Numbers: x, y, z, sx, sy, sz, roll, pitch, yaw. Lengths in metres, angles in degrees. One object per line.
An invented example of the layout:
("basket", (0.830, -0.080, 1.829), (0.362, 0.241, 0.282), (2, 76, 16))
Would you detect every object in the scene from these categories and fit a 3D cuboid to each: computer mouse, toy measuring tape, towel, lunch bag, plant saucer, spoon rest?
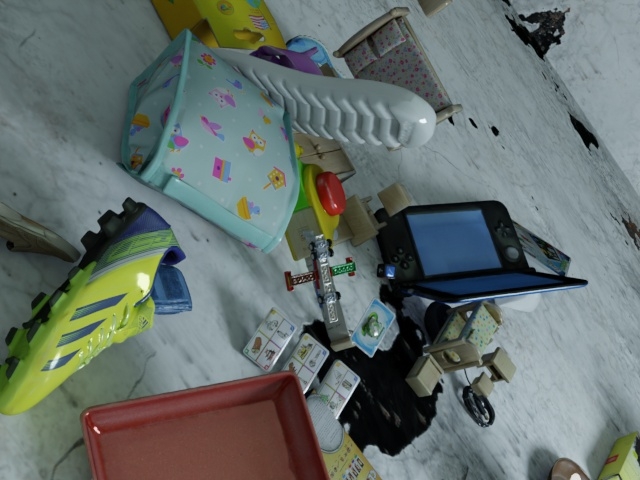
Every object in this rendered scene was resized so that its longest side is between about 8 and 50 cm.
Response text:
("computer mouse", (0.245, 0.222, 1.472), (0.071, 0.041, 0.242), (-19, 85, -44))
("toy measuring tape", (0.000, 0.000, 1.272), (0.121, 0.121, 0.330), (-23, 95, -57))
("towel", (-0.211, 0.058, 1.007), (0.119, 0.029, 0.067), (4, 59, -51))
("lunch bag", (-0.150, -0.117, 1.119), (0.223, 0.160, 0.262), (34, 33, -33))
("plant saucer", (0.472, 0.505, 1.528), (0.198, 0.036, 0.199), (33, 39, -32))
("spoon rest", (0.417, 0.098, 1.778), (0.137, 0.084, 0.276), (64, 20, 8))
("plant saucer", (-0.108, 0.285, 0.875), (0.259, 0.048, 0.259), (-5, 65, -33))

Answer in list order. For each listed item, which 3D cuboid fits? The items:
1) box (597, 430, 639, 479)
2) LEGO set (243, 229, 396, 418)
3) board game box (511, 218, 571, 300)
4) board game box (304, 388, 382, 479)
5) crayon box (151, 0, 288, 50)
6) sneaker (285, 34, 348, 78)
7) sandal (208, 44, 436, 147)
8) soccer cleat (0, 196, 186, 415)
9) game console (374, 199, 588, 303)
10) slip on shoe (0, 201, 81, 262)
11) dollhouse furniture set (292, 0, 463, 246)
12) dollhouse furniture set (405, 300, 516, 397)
("box", (0.653, 0.495, 1.755), (0.087, 0.058, 0.232), (60, 33, 4))
("LEGO set", (0.009, 0.106, 1.179), (0.182, 0.060, 0.244), (41, 69, -23))
("board game box", (0.426, 0.025, 1.730), (0.193, 0.053, 0.305), (35, 16, 12))
("board game box", (-0.022, 0.318, 1.024), (0.165, 0.042, 0.243), (54, 33, -4))
("crayon box", (-0.203, -0.435, 1.384), (0.202, 0.081, 0.319), (-16, 75, -57))
("sneaker", (-0.005, -0.321, 1.570), (0.162, 0.063, 0.073), (42, 39, -22))
("sandal", (-0.012, -0.233, 1.241), (0.102, 0.416, 0.169), (-65, 158, -16))
("soccer cleat", (-0.233, 0.076, 0.875), (0.121, 0.093, 0.289), (47, 44, -21))
("game console", (0.274, 0.013, 1.451), (0.293, 0.173, 0.250), (-5, 65, -23))
("slip on shoe", (-0.326, -0.005, 0.901), (0.135, 0.051, 0.041), (39, 76, -40))
("dollhouse furniture set", (0.098, -0.192, 1.326), (0.173, 0.355, 0.303), (-21, 81, -56))
("dollhouse furniture set", (0.261, 0.220, 1.389), (0.161, 0.101, 0.182), (51, 49, -13))
